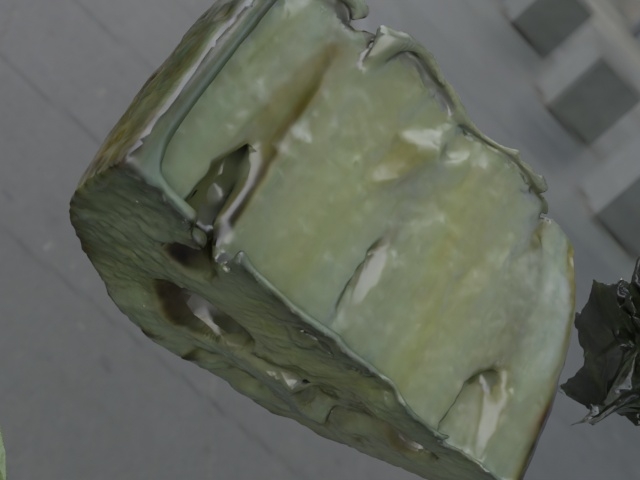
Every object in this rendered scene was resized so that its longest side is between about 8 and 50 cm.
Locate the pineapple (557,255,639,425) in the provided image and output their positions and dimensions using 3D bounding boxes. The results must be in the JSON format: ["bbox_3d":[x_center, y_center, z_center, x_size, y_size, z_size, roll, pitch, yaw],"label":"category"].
[{"bbox_3d":[0.277,0.123,1.017,0.277,0.130,0.119,32,61,-18],"label":"pineapple"}]

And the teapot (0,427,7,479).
[{"bbox_3d":[-0.286,0.076,0.713,0.321,0.239,0.239,85,-3,-50],"label":"teapot"}]

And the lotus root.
[{"bbox_3d":[0.000,0.000,0.660,0.235,0.138,0.119,46,60,-34],"label":"lotus root"}]
